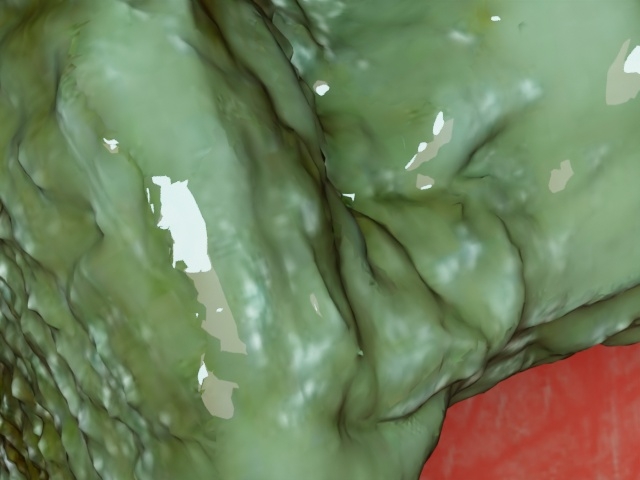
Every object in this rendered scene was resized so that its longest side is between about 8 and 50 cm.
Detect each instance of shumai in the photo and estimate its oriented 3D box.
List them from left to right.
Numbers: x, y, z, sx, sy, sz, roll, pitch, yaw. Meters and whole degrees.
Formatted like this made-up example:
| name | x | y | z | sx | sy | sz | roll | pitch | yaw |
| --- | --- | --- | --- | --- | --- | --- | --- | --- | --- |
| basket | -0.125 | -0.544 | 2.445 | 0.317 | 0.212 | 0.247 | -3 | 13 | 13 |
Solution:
| name | x | y | z | sx | sy | sz | roll | pitch | yaw |
| --- | --- | --- | --- | --- | --- | --- | --- | --- | --- |
| shumai | 0.000 | 0.000 | 0.695 | 0.323 | 0.397 | 0.324 | -22 | 76 | -22 |
